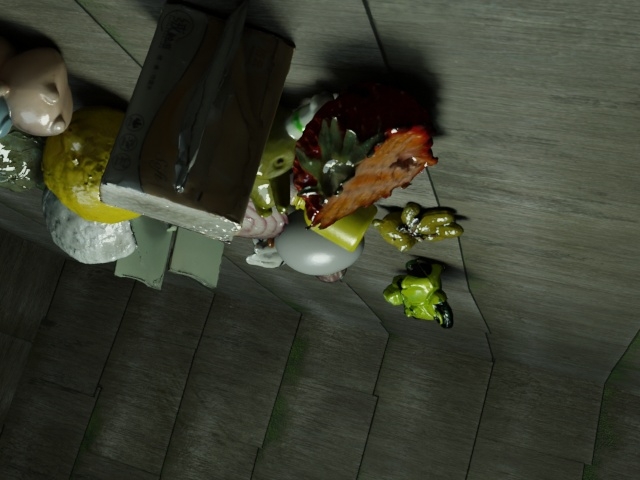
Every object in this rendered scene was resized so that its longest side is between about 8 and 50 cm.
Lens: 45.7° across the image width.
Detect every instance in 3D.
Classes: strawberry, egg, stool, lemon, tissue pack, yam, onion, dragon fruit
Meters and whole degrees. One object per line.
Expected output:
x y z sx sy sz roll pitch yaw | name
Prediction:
0.077 -0.165 1.229 0.150 0.280 0.253 52 143 15 | strawberry
0.000 0.000 1.916 0.232 0.176 0.176 -2 160 28 | egg
-0.395 -0.017 2.036 0.243 0.270 0.170 -6 158 39 | stool
-0.466 -0.163 1.636 0.245 0.245 0.320 12 167 14 | lemon
-0.174 -0.184 1.105 0.238 0.305 0.238 15 164 4 | tissue pack
-0.798 -0.235 1.874 0.202 0.201 0.271 7 170 36 | yam
-0.203 -0.105 1.824 0.280 0.146 0.314 5 157 12 | onion
-0.586 -0.097 1.872 0.204 0.283 0.221 -16 153 -13 | dragon fruit

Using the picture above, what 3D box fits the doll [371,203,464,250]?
0.225 -0.023 1.749 0.137 0.097 0.209 33 154 -35 | doll

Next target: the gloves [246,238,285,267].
-0.145 0.015 2.237 0.131 0.140 0.218 16 172 -16 | gloves

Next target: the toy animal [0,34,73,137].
-0.582 -0.291 1.419 0.221 0.229 0.210 -20 147 -24 | toy animal

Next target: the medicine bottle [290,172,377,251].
0.012 -0.075 1.723 0.212 0.122 0.122 30 167 4 | medicine bottle

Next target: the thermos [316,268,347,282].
0.019 0.035 2.173 0.136 0.109 0.330 13 166 12 | thermos

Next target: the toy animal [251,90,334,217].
-0.111 -0.163 1.379 0.181 0.180 0.363 24 163 -12 | toy animal

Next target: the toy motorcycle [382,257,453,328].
0.287 0.150 2.219 0.142 0.206 0.342 -14 -178 -12 | toy motorcycle
